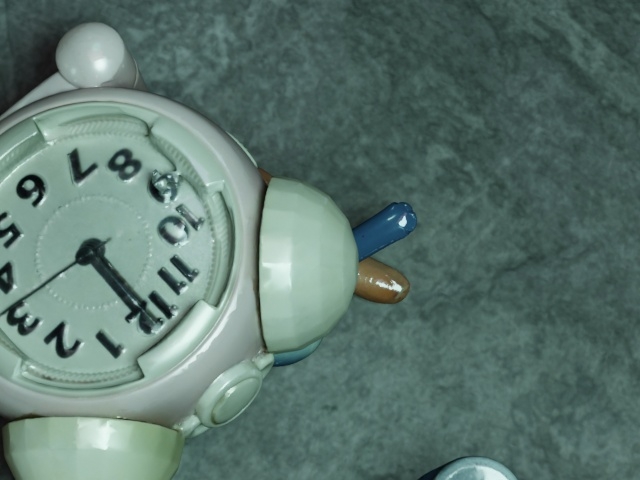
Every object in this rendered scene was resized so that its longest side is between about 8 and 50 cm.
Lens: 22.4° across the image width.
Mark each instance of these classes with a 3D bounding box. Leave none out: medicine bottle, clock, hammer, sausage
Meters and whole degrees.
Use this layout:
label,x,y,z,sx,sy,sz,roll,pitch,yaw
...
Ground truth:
label,x,y,z,sx,sy,sz,roll,pitch,yaw
medicine bottle,0.110,0.231,1.353,0.083,0.203,0.083,2,74,-7
clock,-0.172,0.029,1.342,0.342,0.184,0.326,-46,69,-3
hammer,0.004,0.025,1.423,0.194,0.069,0.116,-32,81,18
sausage,0.000,0.000,1.477,0.186,0.043,0.043,37,75,3
